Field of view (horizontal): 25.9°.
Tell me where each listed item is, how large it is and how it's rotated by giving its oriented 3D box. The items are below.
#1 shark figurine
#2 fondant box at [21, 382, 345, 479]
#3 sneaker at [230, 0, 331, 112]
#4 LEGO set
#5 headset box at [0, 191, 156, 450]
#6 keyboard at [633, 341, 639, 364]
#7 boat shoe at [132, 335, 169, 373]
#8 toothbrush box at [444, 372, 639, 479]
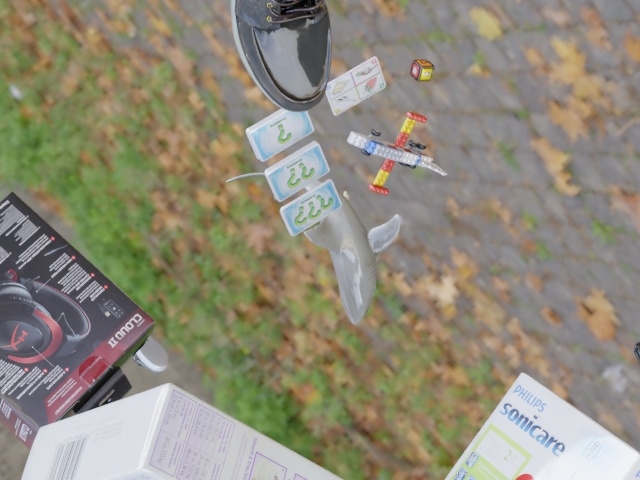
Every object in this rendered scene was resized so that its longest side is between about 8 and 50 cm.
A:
[{"bbox_3d":[-0.005,-0.029,1.974,0.278,0.116,0.166,53,129,18],"label":"shark figurine"},{"bbox_3d":[-0.107,0.277,1.422,0.330,0.096,0.238,33,145,-29],"label":"fondant box"},{"bbox_3d":[-0.029,-0.213,1.213,0.118,0.083,0.222,-145,40,-67],"label":"sneaker"},{"bbox_3d":[0.049,-0.118,1.698,0.060,0.244,0.182,48,165,47],"label":"LEGO set"},{"bbox_3d":[-0.378,0.118,1.827,0.293,0.218,0.110,41,153,3],"label":"headset box"},{"bbox_3d":[0.534,0.213,2.026,0.192,0.100,0.038,63,-177,-6],"label":"keyboard"},{"bbox_3d":[-0.287,0.181,2.261,0.142,0.049,0.040,42,122,49],"label":"boat shoe"},{"bbox_3d":[0.195,0.298,1.306,0.122,0.283,0.206,37,180,-27],"label":"toothbrush box"}]
